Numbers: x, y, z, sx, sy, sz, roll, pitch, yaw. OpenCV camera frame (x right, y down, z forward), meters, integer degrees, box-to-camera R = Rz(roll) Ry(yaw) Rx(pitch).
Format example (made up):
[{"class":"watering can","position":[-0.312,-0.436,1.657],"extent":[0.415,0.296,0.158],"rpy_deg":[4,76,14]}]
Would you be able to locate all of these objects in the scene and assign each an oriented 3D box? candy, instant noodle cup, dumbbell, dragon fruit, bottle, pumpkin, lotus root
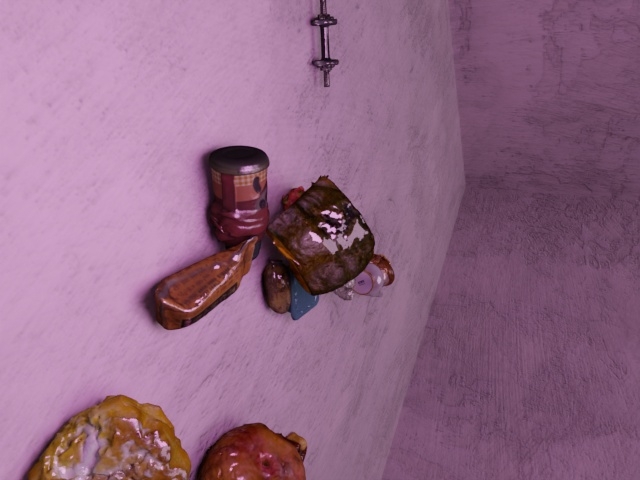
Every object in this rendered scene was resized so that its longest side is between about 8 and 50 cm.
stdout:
[{"class":"candy","position":[-0.241,0.090,1.040],"extent":[0.271,0.101,0.143],"rpy_deg":[-37,161,-37]},{"class":"instant noodle cup","position":[-0.071,0.141,1.484],"extent":[0.157,0.070,0.179],"rpy_deg":[-31,126,-56]},{"class":"dumbbell","position":[0.013,-0.590,1.423],"extent":[0.082,0.082,0.253],"rpy_deg":[-39,131,-54]},{"class":"dragon fruit","position":[-0.075,-0.105,1.393],"extent":[0.116,0.081,0.086],"rpy_deg":[-48,149,-43]},{"class":"bottle","position":[-0.184,-0.079,1.115],"extent":[0.156,0.143,0.271],"rpy_deg":[-20,128,-34]},{"class":"pumpkin","position":[0.000,0.000,1.285],"extent":[0.225,0.256,0.303],"rpy_deg":[-40,120,-10]},{"class":"lotus root","position":[-0.124,0.134,1.362],"extent":[0.089,0.081,0.179],"rpy_deg":[-94,-177,-66]}]

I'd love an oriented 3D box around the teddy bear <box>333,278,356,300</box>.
[{"class":"teddy bear","position":[0.041,0.111,1.682],"extent":[0.213,0.111,0.133],"rpy_deg":[61,17,-16]}]

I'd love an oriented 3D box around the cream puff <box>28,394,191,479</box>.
[{"class":"cream puff","position":[-0.378,0.422,0.866],"extent":[0.282,0.185,0.281],"rpy_deg":[3,84,-24]}]

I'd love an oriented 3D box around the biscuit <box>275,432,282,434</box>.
[{"class":"biscuit","position":[-0.175,0.633,1.443],"extent":[0.188,0.052,0.056],"rpy_deg":[6,79,-65]}]

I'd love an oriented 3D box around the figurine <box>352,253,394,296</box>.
[{"class":"figurine","position":[0.220,0.144,1.989],"extent":[0.263,0.142,0.189],"rpy_deg":[-20,92,-61]}]

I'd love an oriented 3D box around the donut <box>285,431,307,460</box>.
[{"class":"donut","position":[-0.094,0.735,1.629],"extent":[0.140,0.059,0.140],"rpy_deg":[10,90,-66]}]

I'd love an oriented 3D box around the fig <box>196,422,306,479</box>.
[{"class":"fig","position":[-0.216,0.678,1.243],"extent":[0.368,0.286,0.286],"rpy_deg":[-56,160,19]}]
